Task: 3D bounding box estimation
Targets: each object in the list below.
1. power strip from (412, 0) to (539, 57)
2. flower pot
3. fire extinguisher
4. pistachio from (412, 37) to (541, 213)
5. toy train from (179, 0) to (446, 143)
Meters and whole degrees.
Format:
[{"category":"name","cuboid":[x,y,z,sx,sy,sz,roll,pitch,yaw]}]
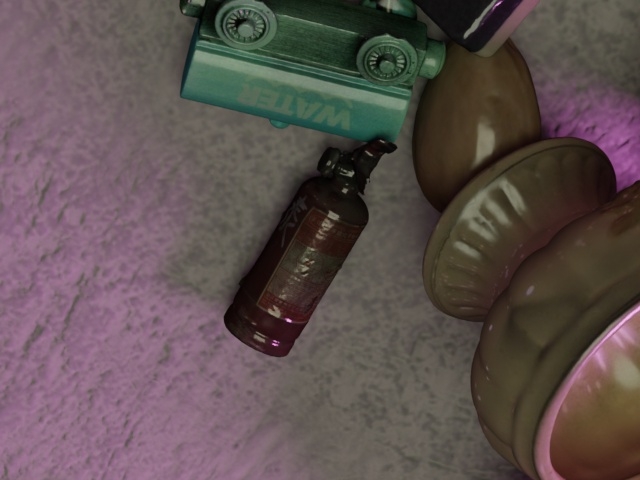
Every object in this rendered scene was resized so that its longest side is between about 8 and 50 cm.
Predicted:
[{"category":"power strip","cuboid":[0.189,-0.290,1.776,0.256,0.105,0.070,-50,149,16]},{"category":"flower pot","cuboid":[0.242,0.052,1.797,0.307,0.244,0.307,-23,139,-22]},{"category":"fire extinguisher","cuboid":[0.005,0.001,1.895,0.075,0.106,0.252,18,113,-36]},{"category":"pistachio","cuboid":[0.148,-0.108,1.863,0.126,0.108,0.185,18,106,26]},{"category":"toy train","cuboid":[-0.017,-0.167,1.835,0.248,0.101,0.159,14,127,-9]}]
